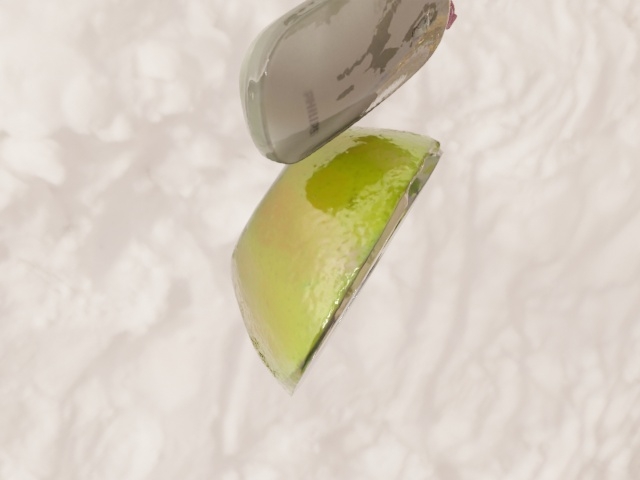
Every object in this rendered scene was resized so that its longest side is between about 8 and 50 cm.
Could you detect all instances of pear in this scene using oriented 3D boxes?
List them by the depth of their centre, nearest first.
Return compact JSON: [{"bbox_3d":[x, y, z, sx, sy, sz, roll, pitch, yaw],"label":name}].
[{"bbox_3d":[-0.003,-0.002,1.498,0.399,0.165,0.399,-58,175,-7],"label":"pear"}]

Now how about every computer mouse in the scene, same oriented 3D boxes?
[{"bbox_3d":[0.041,-0.217,1.316,0.331,0.095,0.197,-38,144,-20],"label":"computer mouse"}]

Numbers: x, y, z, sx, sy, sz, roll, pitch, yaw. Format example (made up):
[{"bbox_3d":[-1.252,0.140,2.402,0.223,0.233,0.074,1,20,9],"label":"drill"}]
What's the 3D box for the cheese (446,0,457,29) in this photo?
[{"bbox_3d":[0.191,-0.412,2.041,0.145,0.038,0.095,3,132,-36],"label":"cheese"}]
